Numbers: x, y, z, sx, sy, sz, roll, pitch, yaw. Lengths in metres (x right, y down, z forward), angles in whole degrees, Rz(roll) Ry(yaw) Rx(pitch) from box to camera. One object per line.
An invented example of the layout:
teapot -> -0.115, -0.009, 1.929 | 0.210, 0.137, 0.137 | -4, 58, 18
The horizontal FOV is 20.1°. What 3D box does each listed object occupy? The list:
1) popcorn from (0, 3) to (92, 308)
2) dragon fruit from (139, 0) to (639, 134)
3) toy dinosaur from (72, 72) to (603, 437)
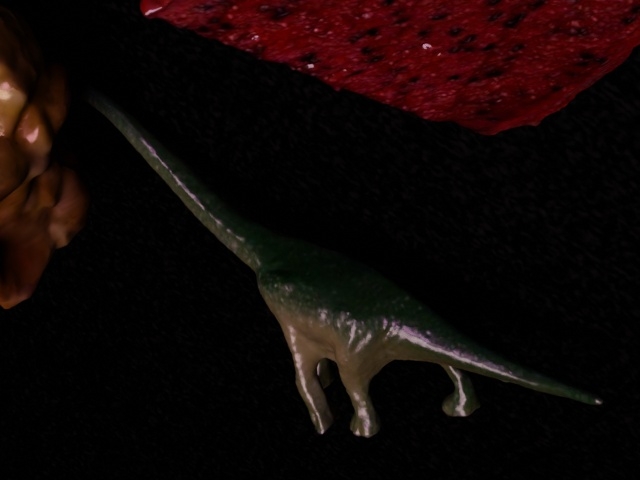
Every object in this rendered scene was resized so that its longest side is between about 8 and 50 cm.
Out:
popcorn -> -0.315, -0.098, 1.381 | 0.332, 0.225, 0.265 | 57, 152, 12
dragon fruit -> 0.070, -0.179, 0.948 | 0.205, 0.152, 0.317 | -20, 159, 33
toy dinosaur -> 0.000, 0.000, 1.355 | 0.447, 0.087, 0.301 | 2, 116, 37
